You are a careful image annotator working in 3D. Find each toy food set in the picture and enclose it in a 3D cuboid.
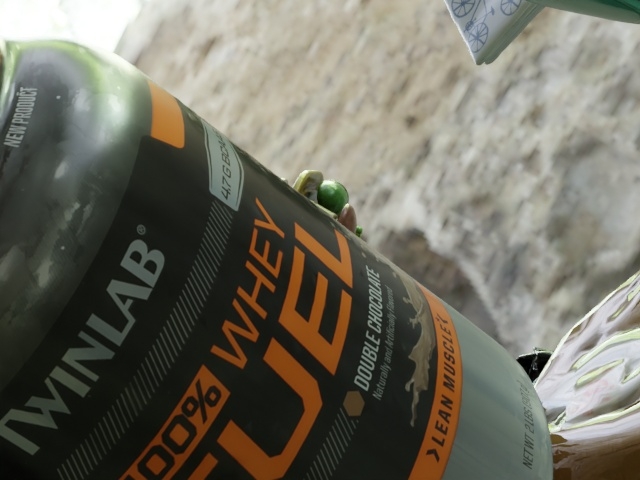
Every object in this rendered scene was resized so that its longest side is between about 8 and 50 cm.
[{"bbox_3d":[0.000,0.000,1.551,0.218,0.071,0.128,-22,127,-79],"label":"toy food set"}]

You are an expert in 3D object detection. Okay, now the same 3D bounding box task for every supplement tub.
[{"bbox_3d":[-0.078,0.055,0.667,0.207,0.338,0.207,-37,-147,29],"label":"supplement tub"}]

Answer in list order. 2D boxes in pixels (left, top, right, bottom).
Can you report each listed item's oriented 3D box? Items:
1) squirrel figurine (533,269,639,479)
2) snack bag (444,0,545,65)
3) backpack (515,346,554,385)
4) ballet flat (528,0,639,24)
[{"bbox_3d":[0.306,0.279,1.304,0.397,0.370,0.281,-39,-165,-3],"label":"squirrel figurine"},{"bbox_3d":[0.228,-0.387,1.580,0.342,0.037,0.323,-44,-138,27],"label":"snack bag"},{"bbox_3d":[0.305,0.295,1.818,0.263,0.277,0.213,-53,-154,34],"label":"backpack"},{"bbox_3d":[0.117,-0.259,1.230,0.116,0.342,0.124,127,-27,-86],"label":"ballet flat"}]
